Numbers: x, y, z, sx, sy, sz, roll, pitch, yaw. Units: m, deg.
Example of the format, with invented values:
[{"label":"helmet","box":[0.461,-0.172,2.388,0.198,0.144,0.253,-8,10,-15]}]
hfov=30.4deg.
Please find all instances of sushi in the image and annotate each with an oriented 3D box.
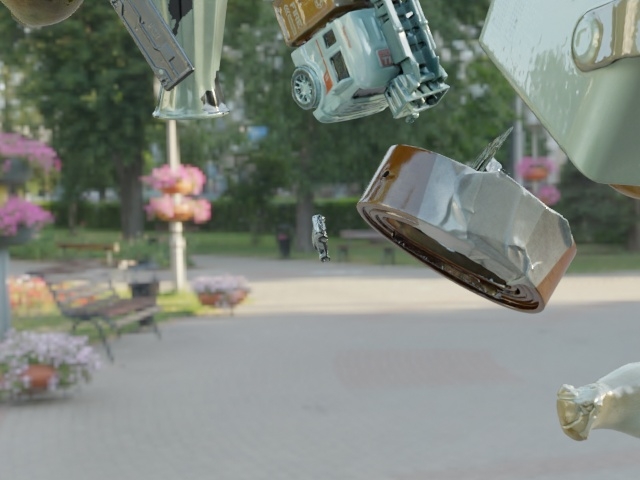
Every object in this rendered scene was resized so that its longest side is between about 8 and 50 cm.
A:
[{"label":"sushi","box":[0.285,-0.089,2.167,0.047,0.231,0.219,36,-10,-2]}]

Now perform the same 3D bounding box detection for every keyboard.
[{"label":"keyboard","box":[-0.221,-0.271,1.539,0.053,0.155,0.010,-35,-10,20]}]

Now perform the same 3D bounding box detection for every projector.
[{"label":"projector","box":[0.232,-0.155,0.828,0.163,0.177,0.242,1,33,-20]}]

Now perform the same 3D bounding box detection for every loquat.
[{"label":"loquat","box":[-0.390,-0.385,1.643,0.152,0.195,0.152,14,41,-13]}]

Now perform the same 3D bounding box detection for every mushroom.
[{"label":"mushroom","box":[0.432,0.225,1.652,0.225,0.116,0.093,8,-15,-34]}]

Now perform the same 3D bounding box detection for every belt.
[{"label":"belt","box":[0.177,-0.016,1.420,0.261,0.105,0.184,31,-15,3]}]

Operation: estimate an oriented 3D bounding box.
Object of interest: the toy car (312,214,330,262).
[{"label":"toy car","box":[0.000,0.000,1.808,0.025,0.041,0.093,-7,-38,0]}]

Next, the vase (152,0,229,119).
[{"label":"vase","box":[-0.197,-0.359,1.696,0.165,0.360,0.165,-2,14,0]}]

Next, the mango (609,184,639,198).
[{"label":"mango","box":[0.314,-0.127,1.226,0.102,0.184,0.085,-33,0,8]}]

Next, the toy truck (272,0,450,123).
[{"label":"toy truck","box":[0.033,-0.292,1.404,0.133,0.338,0.184,-16,-6,-34]}]
